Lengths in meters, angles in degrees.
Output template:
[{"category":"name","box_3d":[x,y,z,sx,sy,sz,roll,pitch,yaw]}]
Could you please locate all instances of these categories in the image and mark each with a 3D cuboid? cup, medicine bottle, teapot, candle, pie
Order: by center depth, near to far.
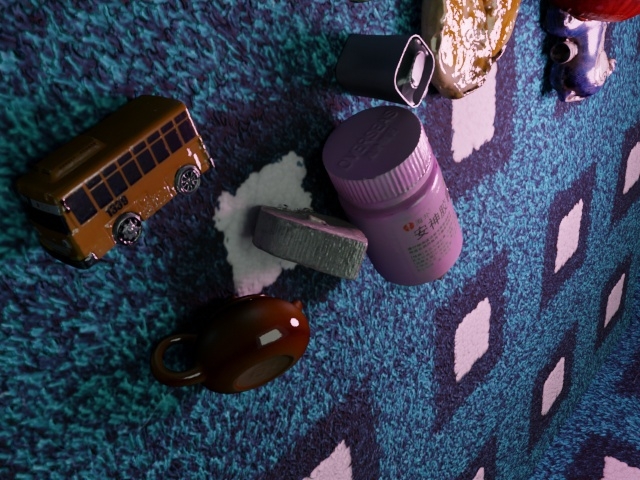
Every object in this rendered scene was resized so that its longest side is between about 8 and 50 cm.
[{"category":"teapot","box_3d":[-0.126,0.143,0.928,0.252,0.135,0.178,-11,145,-30]},{"category":"candle","box_3d":[0.000,0.000,0.982,0.192,0.168,0.068,3,108,-50]},{"category":"cup","box_3d":[0.113,-0.271,1.038,0.128,0.129,0.095,28,83,-53]},{"category":"medicine bottle","box_3d":[0.130,-0.070,1.103,0.178,0.178,0.291,-54,139,-22]},{"category":"pie","box_3d":[0.289,-0.438,1.239,0.339,0.077,0.339,-24,125,-41]}]

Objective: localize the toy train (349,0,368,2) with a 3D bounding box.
[{"category":"toy train","box_3d":[0.079,-0.449,0.904,0.163,0.112,0.203,-23,118,-26]}]

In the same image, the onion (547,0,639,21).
[{"category":"onion","box_3d":[0.629,-0.627,1.369,0.341,0.341,0.341,-24,123,-45]}]

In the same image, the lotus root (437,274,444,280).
[{"category":"lotus root","box_3d":[0.241,0.043,1.376,0.088,0.088,0.165,-61,152,-14]}]

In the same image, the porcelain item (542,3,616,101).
[{"category":"porcelain item","box_3d":[0.645,-0.492,1.620,0.186,0.138,0.288,-25,123,-31]}]

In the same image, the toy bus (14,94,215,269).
[{"category":"toy bus","box_3d":[-0.228,-0.071,0.715,0.201,0.098,0.114,-46,135,-31]}]
